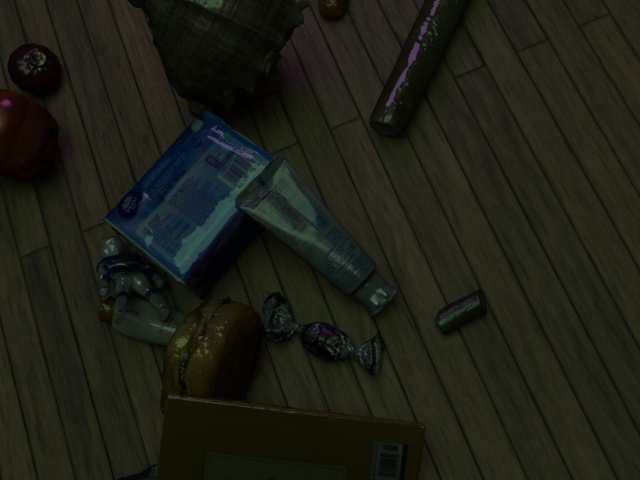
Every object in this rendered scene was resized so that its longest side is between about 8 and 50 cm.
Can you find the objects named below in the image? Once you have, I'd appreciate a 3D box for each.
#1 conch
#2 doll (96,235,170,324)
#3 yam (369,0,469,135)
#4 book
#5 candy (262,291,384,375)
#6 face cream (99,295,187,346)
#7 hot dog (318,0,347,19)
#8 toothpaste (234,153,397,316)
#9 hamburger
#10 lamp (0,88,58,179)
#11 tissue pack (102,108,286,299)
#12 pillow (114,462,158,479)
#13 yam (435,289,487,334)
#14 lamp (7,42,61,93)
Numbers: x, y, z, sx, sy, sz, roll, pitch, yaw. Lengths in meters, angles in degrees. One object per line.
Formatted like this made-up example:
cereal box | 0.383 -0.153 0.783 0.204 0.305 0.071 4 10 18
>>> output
conch | -0.171 -0.342 1.367 0.297 0.352 0.210 -25 69 33
doll | -0.337 0.062 1.383 0.114 0.057 0.227 -7 41 -27
yam | 0.192 -0.359 1.459 0.083 0.083 0.372 24 78 15
book | -0.052 0.376 1.172 0.388 0.032 0.269 9 94 -3
candy | 0.002 0.157 1.324 0.226 0.051 0.094 24 73 15
face cream | -0.293 0.141 1.371 0.182 0.051 0.072 15 63 14
hot dog | 0.033 -0.535 1.560 0.066 0.047 0.216 9 73 14
toothpaste | 0.000 0.000 1.308 0.299 0.073 0.114 45 78 -5
hamburger | -0.171 0.187 1.258 0.108 0.214 0.214 18 75 18
lamp | -0.584 -0.187 1.459 0.187 0.187 0.164 15 78 13
tissue pack | -0.203 -0.061 1.377 0.198 0.146 0.263 36 80 17
pillow | -0.251 0.421 1.246 0.335 0.092 0.161 -26 70 -1
yam | 0.233 0.118 1.307 0.094 0.043 0.043 -27 69 0
lamp | -0.561 -0.337 1.557 0.101 0.090 0.101 9 69 -24
